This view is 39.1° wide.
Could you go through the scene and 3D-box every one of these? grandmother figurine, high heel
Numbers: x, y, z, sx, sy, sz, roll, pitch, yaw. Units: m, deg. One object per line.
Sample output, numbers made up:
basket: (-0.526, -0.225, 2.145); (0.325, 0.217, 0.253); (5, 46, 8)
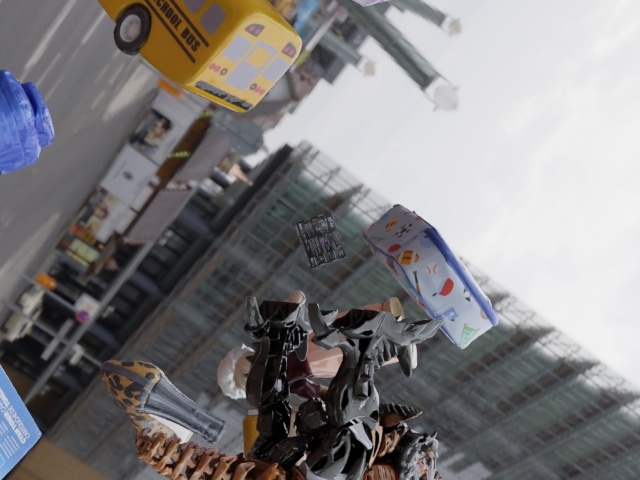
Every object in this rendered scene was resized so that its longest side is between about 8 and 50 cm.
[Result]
grandmother figurine: (-0.021, 0.188, 1.522); (0.342, 0.208, 0.104); (-19, 175, 17)
high heel: (-0.261, 0.237, 1.294); (0.261, 0.186, 0.093); (-29, -151, 55)

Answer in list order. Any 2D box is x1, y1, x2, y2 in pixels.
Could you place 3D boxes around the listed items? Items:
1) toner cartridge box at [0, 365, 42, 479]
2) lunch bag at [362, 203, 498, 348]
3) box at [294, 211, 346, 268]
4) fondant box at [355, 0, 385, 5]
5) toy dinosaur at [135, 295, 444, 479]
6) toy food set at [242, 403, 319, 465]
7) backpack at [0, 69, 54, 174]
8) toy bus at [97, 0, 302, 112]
toner cartridge box: (-0.429, 0.125, 0.904); (0.075, 0.348, 0.165); (6, -141, 34)
lunch bag: (0.202, 0.063, 1.660); (0.115, 0.243, 0.303); (-39, -161, 2)
box: (0.000, 0.000, 1.540); (0.067, 0.083, 0.018); (-19, 178, -15)
fondant box: (0.130, -0.456, 1.038); (0.238, 0.096, 0.330); (5, -101, 51)
toy dinosaur: (0.004, 0.161, 0.715); (0.322, 0.164, 0.218); (22, 75, -68)
toy food set: (-0.052, 0.303, 1.341); (0.232, 0.111, 0.105); (73, 15, -84)
backpack: (-0.405, -0.163, 1.164); (0.101, 0.098, 0.120); (-29, 158, -16)
toy bus: (-0.169, -0.275, 0.949); (0.130, 0.333, 0.108); (-47, 152, 17)
